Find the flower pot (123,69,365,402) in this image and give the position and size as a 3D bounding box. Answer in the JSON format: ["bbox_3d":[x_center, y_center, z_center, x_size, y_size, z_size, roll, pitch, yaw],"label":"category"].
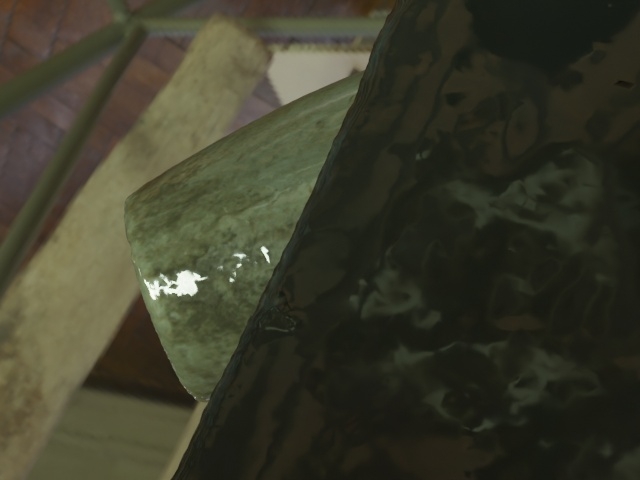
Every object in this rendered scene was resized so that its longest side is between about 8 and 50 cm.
[{"bbox_3d":[0.000,0.000,1.225,0.330,0.293,0.293,-19,137,3],"label":"flower pot"}]

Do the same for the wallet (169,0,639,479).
[{"bbox_3d":[0.070,-0.015,0.343,0.146,0.285,0.030,15,154,17],"label":"wallet"}]
